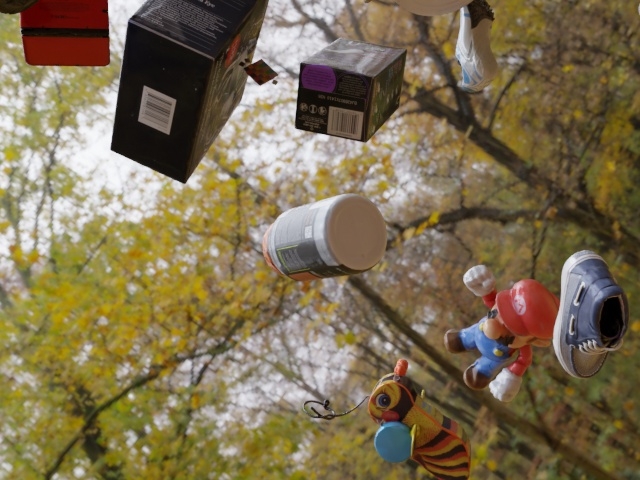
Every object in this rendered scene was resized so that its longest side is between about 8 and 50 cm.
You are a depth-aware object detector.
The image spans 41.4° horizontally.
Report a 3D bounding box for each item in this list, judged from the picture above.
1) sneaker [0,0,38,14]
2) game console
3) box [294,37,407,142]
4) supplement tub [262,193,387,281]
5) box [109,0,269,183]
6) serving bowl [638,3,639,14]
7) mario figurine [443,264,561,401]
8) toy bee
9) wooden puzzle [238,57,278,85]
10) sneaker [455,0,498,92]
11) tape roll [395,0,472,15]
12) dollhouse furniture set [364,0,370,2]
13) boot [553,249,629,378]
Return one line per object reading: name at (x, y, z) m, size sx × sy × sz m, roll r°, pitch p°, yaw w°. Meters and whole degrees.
sneaker at (-0.521, -0.425, 1.203) m, size 0.109 × 0.130 × 0.286 m, roll -32°, pitch -17°, yaw 12°
game console at (-0.434, -0.366, 1.441) m, size 0.085 × 0.144 × 0.124 m, roll -177°, pitch 84°, yaw -75°
box at (0.068, -0.326, 1.806) m, size 0.270 × 0.165 × 0.143 m, roll -50°, pitch -30°, yaw -58°
supplement tub at (0.000, 0.000, 2.101) m, size 0.193 × 0.316 × 0.194 m, roll 6°, pitch -100°, yaw -35°
box at (-0.260, -0.354, 1.709) m, size 0.343 × 0.178 × 0.313 m, roll 114°, pitch 180°, yaw -48°
serving bowl at (0.447, -0.305, 1.071) m, size 0.083 × 0.027 × 0.083 m, roll -20°, pitch -27°, yaw -11°
mario figurine at (0.317, 0.175, 1.579) m, size 0.170 × 0.198 × 0.320 m, roll -60°, pitch -1°, yaw -32°
toy bee at (0.142, 0.298, 1.456) m, size 0.195 × 0.298 × 0.162 m, roll -110°, pitch 42°, yaw -68°
wooden puzzle at (-0.116, -0.325, 1.632) m, size 0.049 × 0.083 × 0.006 m, roll -35°, pitch -17°, yaw -33°
sneaker at (0.311, -0.414, 1.741) m, size 0.085 × 0.086 × 0.237 m, roll 17°, pitch -119°, yaw -32°
tape roll at (0.217, -0.596, 1.692) m, size 0.246 × 0.169 × 0.246 m, roll -7°, pitch -49°, yaw -9°
dollhouse furniture set at (0.096, -0.472, 1.253) m, size 0.129 × 0.184 × 0.129 m, roll -29°, pitch 3°, yaw 36°
boot at (0.321, 0.111, 0.998) m, size 0.069 × 0.086 × 0.190 m, roll -14°, pitch -56°, yaw 0°
